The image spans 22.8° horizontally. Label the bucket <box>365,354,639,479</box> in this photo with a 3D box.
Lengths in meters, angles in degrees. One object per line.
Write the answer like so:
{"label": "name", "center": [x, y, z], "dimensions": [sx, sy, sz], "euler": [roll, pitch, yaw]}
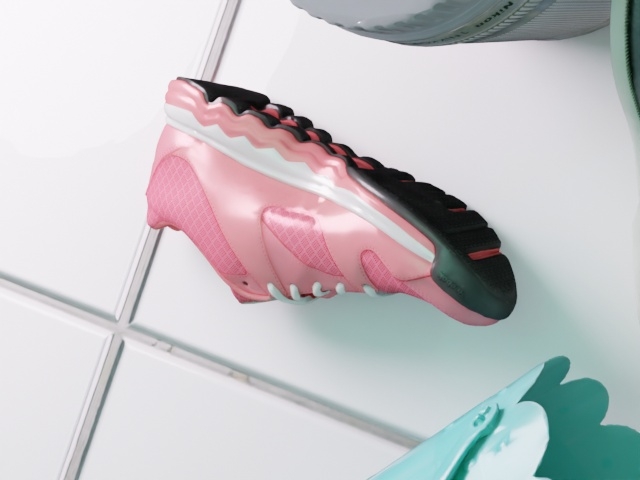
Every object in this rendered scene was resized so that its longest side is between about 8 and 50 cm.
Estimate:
{"label": "bucket", "center": [0.130, 0.232, 0.969], "dimensions": [0.183, 0.281, 0.281], "euler": [-31, 74, 19]}

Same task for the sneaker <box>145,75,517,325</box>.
{"label": "sneaker", "center": [0.000, 0.000, 1.137], "dimensions": [0.314, 0.116, 0.136], "euler": [31, 106, 28]}

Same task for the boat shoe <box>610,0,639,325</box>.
{"label": "boat shoe", "center": [0.252, -0.074, 0.988], "dimensions": [0.099, 0.116, 0.319], "euler": [7, 111, 40]}

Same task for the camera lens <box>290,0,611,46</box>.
{"label": "camera lens", "center": [0.101, -0.235, 1.008], "dimensions": [0.219, 0.274, 0.219], "euler": [6, 100, 33]}
